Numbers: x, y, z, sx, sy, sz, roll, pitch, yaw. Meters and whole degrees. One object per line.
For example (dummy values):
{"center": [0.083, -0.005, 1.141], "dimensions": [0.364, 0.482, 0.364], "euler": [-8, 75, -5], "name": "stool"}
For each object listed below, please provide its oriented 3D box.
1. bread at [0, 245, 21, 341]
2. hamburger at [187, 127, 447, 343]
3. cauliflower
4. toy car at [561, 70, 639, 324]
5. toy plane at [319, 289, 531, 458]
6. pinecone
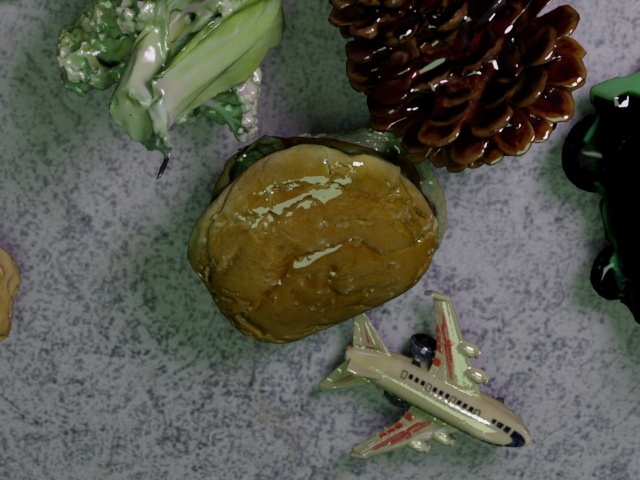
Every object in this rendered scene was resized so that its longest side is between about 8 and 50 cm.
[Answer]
{"center": [-0.477, 0.061, 1.704], "dimensions": [0.244, 0.134, 0.244], "euler": [2, 116, 5], "name": "bread"}
{"center": [0.000, -0.002, 1.624], "dimensions": [0.285, 0.134, 0.265], "euler": [-24, 126, 13], "name": "hamburger"}
{"center": [-0.157, -0.188, 1.498], "dimensions": [0.239, 0.315, 0.256], "euler": [25, 136, -8], "name": "cauliflower"}
{"center": [0.406, -0.051, 1.583], "dimensions": [0.176, 0.213, 0.358], "euler": [-29, 118, -23], "name": "toy car"}
{"center": [0.136, 0.182, 1.746], "dimensions": [0.256, 0.104, 0.242], "euler": [22, 111, -7], "name": "toy plane"}
{"center": [0.129, -0.209, 1.479], "dimensions": [0.246, 0.246, 0.292], "euler": [-34, 128, 16], "name": "pinecone"}
